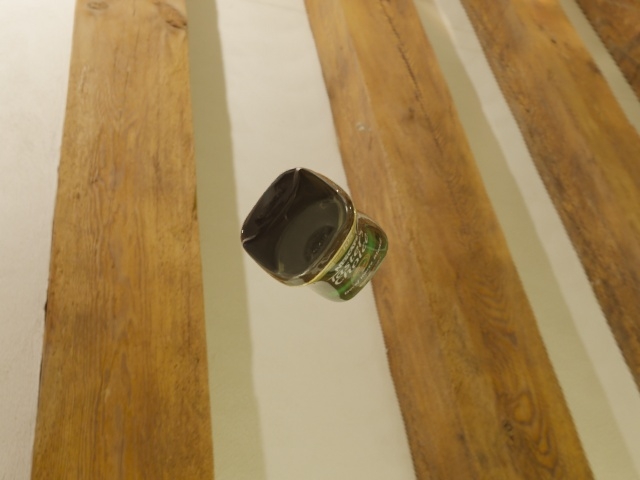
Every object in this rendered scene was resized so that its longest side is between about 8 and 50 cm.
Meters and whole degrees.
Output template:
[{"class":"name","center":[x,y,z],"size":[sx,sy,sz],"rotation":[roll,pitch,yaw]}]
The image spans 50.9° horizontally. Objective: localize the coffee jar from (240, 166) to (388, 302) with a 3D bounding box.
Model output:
[{"class":"coffee jar","center":[0.000,0.000,0.610],"size":[0.079,0.096,0.184],"rotation":[38,-177,20]}]
